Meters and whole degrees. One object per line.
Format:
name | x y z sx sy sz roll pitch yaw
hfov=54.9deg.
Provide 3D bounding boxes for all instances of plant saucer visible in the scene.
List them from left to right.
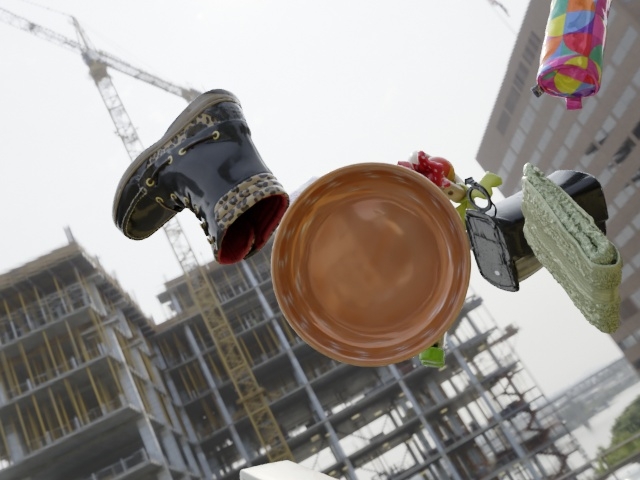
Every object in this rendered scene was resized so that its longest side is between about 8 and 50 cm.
plant saucer | 0.049 0.023 0.613 0.200 0.200 0.037 -36 -15 12

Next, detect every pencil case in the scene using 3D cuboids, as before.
pencil case | 0.406 -0.333 0.975 0.105 0.236 0.104 15 -15 4

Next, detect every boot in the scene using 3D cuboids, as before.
boot | -0.235 -0.069 1.177 0.377 0.284 0.138 -44 -31 16

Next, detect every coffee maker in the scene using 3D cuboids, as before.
coffee maker | 0.311 -0.034 0.884 0.178 0.120 0.171 -26 -48 -15

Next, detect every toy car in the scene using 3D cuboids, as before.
toy car | 0.184 0.183 1.355 0.189 0.154 0.149 7 -16 14

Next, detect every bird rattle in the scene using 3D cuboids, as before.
bird rattle | 0.267 -0.135 1.411 0.254 0.207 0.143 16 -64 -23

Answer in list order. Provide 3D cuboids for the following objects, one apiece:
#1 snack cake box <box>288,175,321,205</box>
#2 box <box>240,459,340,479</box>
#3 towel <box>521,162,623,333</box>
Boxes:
snack cake box | 0.000 0.000 1.447 0.152 0.089 0.264 -41 -53 -40
box | -0.033 0.524 1.166 0.121 0.147 0.311 -1 -4 -33
towel | 0.223 0.006 0.562 0.027 0.148 0.110 -23 -48 1
